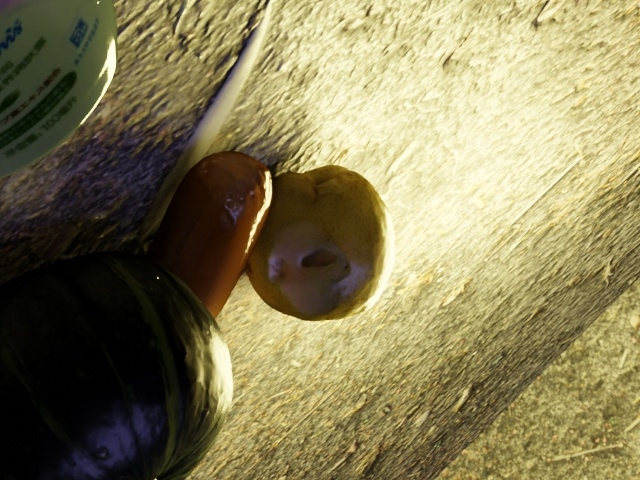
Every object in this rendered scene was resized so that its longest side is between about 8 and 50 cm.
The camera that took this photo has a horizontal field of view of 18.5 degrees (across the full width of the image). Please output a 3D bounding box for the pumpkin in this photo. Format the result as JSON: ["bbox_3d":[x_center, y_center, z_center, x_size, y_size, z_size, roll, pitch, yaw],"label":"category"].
[{"bbox_3d":[-0.239,0.163,1.951,0.323,0.241,0.323,-29,155,-15],"label":"pumpkin"}]

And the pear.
[{"bbox_3d":[0.000,0.000,2.156,0.178,0.178,0.178,-34,160,-14],"label":"pear"}]

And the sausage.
[{"bbox_3d":[-0.124,0.009,2.042,0.105,0.105,0.274,-24,155,-36],"label":"sausage"}]

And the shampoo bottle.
[{"bbox_3d":[-0.272,-0.165,1.329,0.222,0.151,0.349,-37,160,2],"label":"shampoo bottle"}]
